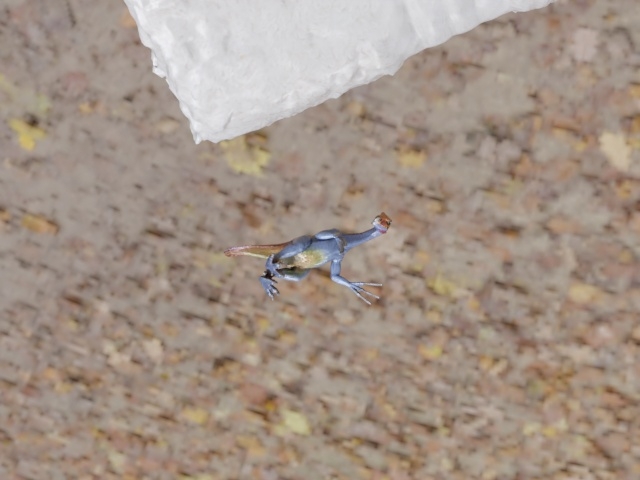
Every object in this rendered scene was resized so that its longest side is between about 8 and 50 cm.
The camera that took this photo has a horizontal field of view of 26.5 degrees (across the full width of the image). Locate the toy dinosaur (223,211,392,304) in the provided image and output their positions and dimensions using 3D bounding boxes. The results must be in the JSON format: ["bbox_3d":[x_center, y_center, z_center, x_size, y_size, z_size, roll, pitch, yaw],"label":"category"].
[{"bbox_3d":[0.000,0.000,0.826,0.090,0.082,0.047,38,145,29],"label":"toy dinosaur"}]

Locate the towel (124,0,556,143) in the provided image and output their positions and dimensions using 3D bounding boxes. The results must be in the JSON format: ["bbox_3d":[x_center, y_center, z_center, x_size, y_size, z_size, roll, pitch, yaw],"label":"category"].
[{"bbox_3d":[-0.010,-0.165,0.398,0.187,0.049,0.282,-22,131,5],"label":"towel"}]
